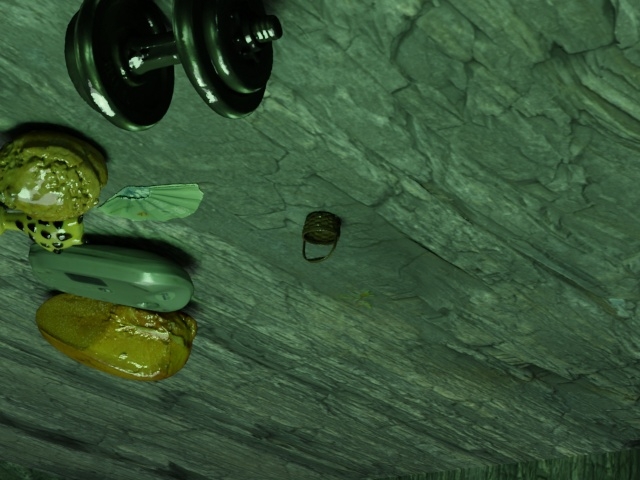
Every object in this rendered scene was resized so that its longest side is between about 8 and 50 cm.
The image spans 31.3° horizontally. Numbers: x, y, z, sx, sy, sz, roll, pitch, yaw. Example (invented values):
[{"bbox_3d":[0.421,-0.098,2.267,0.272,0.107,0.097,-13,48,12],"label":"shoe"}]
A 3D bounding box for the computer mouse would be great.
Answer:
[{"bbox_3d":[-0.401,0.059,2.204,0.331,0.095,0.197,10,155,14],"label":"computer mouse"}]

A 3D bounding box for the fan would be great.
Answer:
[{"bbox_3d":[-0.292,-0.065,2.008,0.240,0.009,0.131,-12,151,34],"label":"fan"}]

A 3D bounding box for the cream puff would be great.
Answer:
[{"bbox_3d":[-0.439,-0.098,1.836,0.189,0.129,0.189,3,153,2],"label":"cream puff"}]

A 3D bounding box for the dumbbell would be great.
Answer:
[{"bbox_3d":[-0.179,-0.235,1.401,0.290,0.192,0.192,-6,152,25],"label":"dumbbell"}]

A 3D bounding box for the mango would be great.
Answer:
[{"bbox_3d":[-0.441,0.198,2.407,0.350,0.201,0.199,8,127,17],"label":"mango"}]

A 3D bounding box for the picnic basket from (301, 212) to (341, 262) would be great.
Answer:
[{"bbox_3d":[0.000,0.000,1.979,0.072,0.083,0.072,5,154,3],"label":"picnic basket"}]

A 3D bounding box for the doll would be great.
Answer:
[{"bbox_3d":[-0.557,-0.032,2.059,0.291,0.086,0.117,4,115,11],"label":"doll"}]
